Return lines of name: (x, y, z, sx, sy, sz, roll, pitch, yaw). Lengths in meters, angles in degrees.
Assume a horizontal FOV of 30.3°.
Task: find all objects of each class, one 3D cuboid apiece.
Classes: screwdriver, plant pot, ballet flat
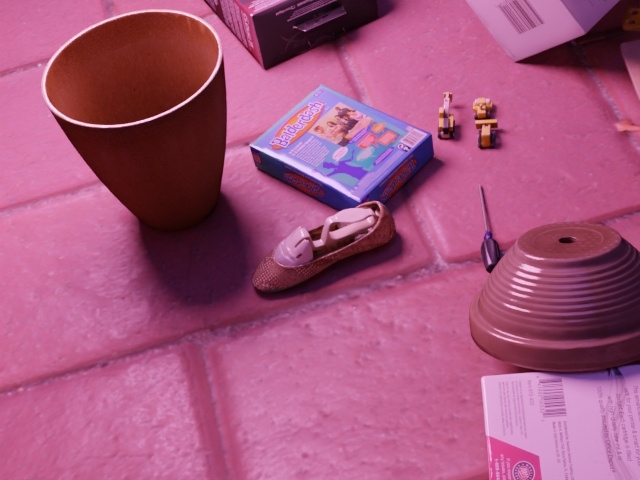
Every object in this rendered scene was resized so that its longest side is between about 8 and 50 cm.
screwdriver: (0.221, -0.018, 1.557, 0.025, 0.024, 0.170, 19, 40, -11)
plant pot: (-0.220, -0.139, 1.597, 0.237, 0.254, 0.237, -7, 46, 7)
plant pot: (0.285, 0.049, 1.352, 0.237, 0.109, 0.237, -8, 20, 3)
ballet flat: (0.000, 0.000, 1.549, 0.206, 0.067, 0.073, -26, 49, -11)

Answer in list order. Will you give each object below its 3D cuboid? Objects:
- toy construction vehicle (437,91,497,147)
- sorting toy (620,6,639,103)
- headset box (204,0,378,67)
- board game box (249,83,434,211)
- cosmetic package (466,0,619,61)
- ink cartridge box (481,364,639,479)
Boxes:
toy construction vehicle: (0.211, -0.176, 1.691, 0.086, 0.035, 0.098, 1, 48, 13)
sorting toy: (0.503, -0.239, 1.679, 0.132, 0.046, 0.274, -9, 47, 4)
headset box: (-0.057, -0.417, 1.922, 0.218, 0.110, 0.293, -26, 47, -13)
board game box: (0.030, -0.127, 1.676, 0.210, 0.047, 0.160, 30, 60, 33)
cosmetic package: (0.406, -0.444, 1.750, 0.365, 0.155, 0.197, -45, 12, -21)
ink cartridge box: (0.296, 0.228, 1.249, 0.237, 0.100, 0.172, -5, 47, 8)
